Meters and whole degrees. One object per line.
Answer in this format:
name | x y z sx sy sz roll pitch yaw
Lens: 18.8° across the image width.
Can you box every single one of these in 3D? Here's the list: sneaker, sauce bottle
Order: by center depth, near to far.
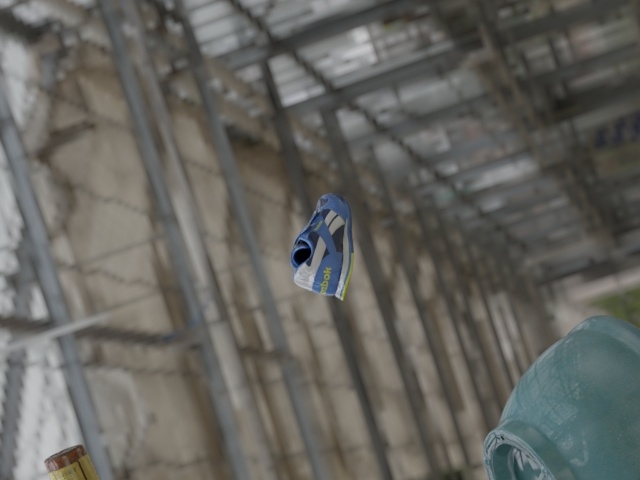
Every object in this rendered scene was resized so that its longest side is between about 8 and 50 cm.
sauce bottle | -0.207 0.248 1.736 0.042 0.042 0.128 -35 -77 -80
sneaker | 0.000 0.000 1.904 0.144 0.059 0.053 -93 10 -54

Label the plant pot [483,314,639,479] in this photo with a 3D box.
plant pot | 0.323 0.264 2.340 0.293 0.196 0.293 45 150 35
